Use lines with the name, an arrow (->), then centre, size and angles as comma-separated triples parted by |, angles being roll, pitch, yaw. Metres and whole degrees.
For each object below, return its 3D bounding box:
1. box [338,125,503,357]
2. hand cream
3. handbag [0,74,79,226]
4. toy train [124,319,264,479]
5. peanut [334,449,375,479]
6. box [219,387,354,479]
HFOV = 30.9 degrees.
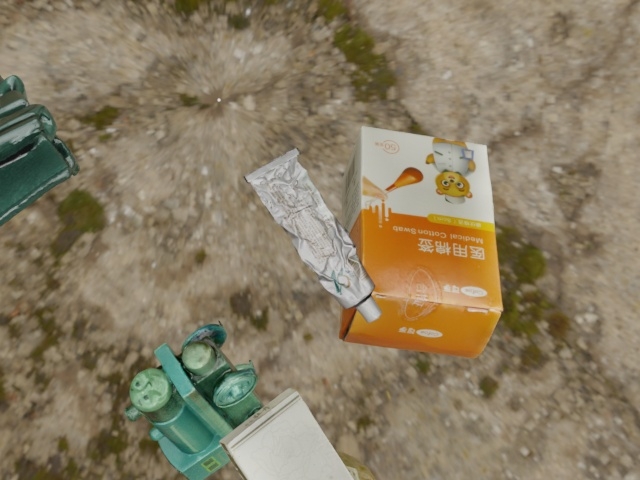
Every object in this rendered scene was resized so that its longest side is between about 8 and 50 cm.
box -> 0.152, 0.003, 1.821 | 0.224, 0.143, 0.341 | 8, 53, -9
hand cream -> 0.000, 0.000, 1.535 | 0.084, 0.050, 0.257 | -32, 87, -2
handbag -> -0.345, -0.051, 1.035 | 0.238, 0.326, 0.089 | -34, 112, -9
toy train -> -0.175, 0.242, 1.695 | 0.194, 0.298, 0.120 | -34, 60, -5
peanut -> -0.002, 0.441, 1.831 | 0.196, 0.110, 0.233 | -6, 59, 18
box -> -0.022, 0.285, 1.360 | 0.109, 0.029, 0.198 | -35, 99, -22
